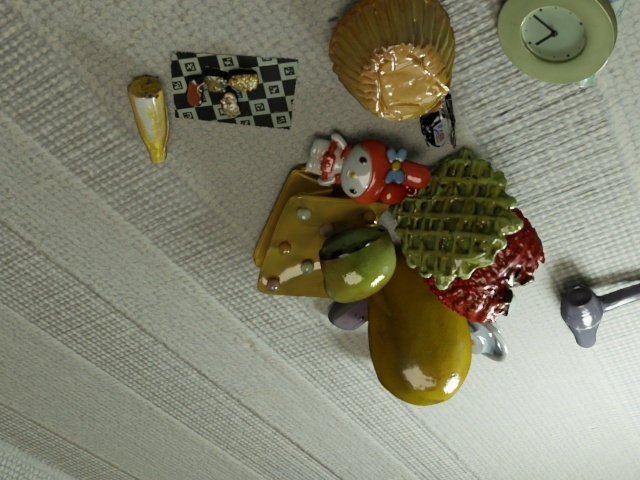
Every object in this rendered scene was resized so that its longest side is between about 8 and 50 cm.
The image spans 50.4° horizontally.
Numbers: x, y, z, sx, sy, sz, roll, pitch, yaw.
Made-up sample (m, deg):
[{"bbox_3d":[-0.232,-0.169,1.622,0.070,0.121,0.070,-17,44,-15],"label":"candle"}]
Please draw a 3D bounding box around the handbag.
[{"bbox_3d":[0.000,0.000,1.808,0.283,0.133,0.401,8,134,-19],"label":"handbag"}]

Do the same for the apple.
[{"bbox_3d":[0.094,0.060,1.698,0.188,0.174,0.207,-11,155,-2],"label":"apple"}]

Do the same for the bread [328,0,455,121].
[{"bbox_3d":[0.153,-0.374,1.394,0.274,0.149,0.274,-4,138,-4],"label":"bread"}]

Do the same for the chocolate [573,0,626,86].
[{"bbox_3d":[0.547,-0.441,1.354,0.110,0.110,0.291,-3,139,4],"label":"chocolate"}]

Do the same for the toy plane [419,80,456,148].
[{"bbox_3d":[0.270,-0.282,1.560,0.078,0.053,0.197,-13,136,3],"label":"toy plane"}]

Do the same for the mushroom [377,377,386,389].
[{"bbox_3d":[0.284,0.413,2.213,0.206,0.209,0.206,-4,165,-1],"label":"mushroom"}]

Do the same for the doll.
[{"bbox_3d":[0.114,-0.164,1.620,0.290,0.130,0.161,18,111,3],"label":"doll"}]

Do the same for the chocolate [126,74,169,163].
[{"bbox_3d":[-0.390,-0.269,1.567,0.085,0.086,0.219,3,140,-2],"label":"chocolate"}]

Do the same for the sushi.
[{"bbox_3d":[-0.197,-0.326,1.521,0.279,0.043,0.192,5,136,-5],"label":"sushi"}]

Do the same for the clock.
[{"bbox_3d":[0.467,-0.415,1.352,0.235,0.029,0.235,26,150,16],"label":"clock"}]

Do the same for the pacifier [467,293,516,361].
[{"bbox_3d":[0.512,0.238,2.035,0.207,0.227,0.279,-40,136,-16],"label":"pacifier"}]

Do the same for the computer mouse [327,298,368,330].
[{"bbox_3d":[0.120,0.199,2.057,0.120,0.057,0.232,26,133,-24],"label":"computer mouse"}]

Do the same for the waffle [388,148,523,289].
[{"bbox_3d":[0.314,-0.054,1.627,0.317,0.297,0.073,-41,150,26],"label":"waffle"}]

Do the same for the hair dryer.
[{"bbox_3d":[0.903,0.197,2.023,0.361,0.121,0.301,-20,141,13],"label":"hair dryer"}]

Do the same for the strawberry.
[{"bbox_3d":[0.383,0.020,1.757,0.351,0.267,0.312,35,103,6],"label":"strawberry"}]

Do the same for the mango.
[{"bbox_3d":[0.266,0.243,1.900,0.300,0.232,0.446,-20,95,-18],"label":"mango"}]
